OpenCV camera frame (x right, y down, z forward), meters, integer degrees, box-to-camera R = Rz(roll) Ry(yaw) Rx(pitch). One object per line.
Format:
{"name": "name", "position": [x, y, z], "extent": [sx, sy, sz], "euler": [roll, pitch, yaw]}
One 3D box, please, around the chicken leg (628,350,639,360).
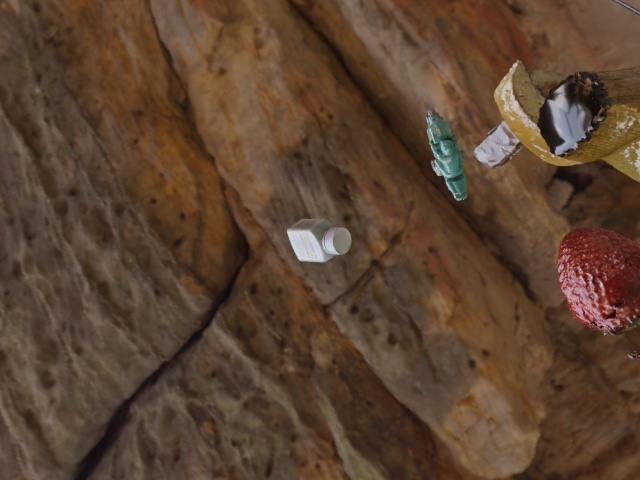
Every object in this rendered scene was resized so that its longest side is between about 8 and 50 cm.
{"name": "chicken leg", "position": [0.695, 0.243, 1.349], "extent": [0.036, 0.083, 0.021], "euler": [51, -141, -63]}

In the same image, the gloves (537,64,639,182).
{"name": "gloves", "position": [0.515, -0.193, 1.005], "extent": [0.357, 0.203, 0.155], "euler": [7, -132, -17]}

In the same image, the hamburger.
{"name": "hamburger", "position": [0.391, -0.219, 1.150], "extent": [0.208, 0.135, 0.155], "euler": [19, 167, -21]}

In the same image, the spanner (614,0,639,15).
{"name": "spanner", "position": [0.783, -0.643, 1.706], "extent": [0.208, 0.012, 0.046], "euler": [45, -156, 29]}

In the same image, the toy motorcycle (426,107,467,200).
{"name": "toy motorcycle", "position": [0.403, -0.272, 2.009], "extent": [0.198, 0.109, 0.296], "euler": [-83, -27, -74]}

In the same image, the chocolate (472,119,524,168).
{"name": "chocolate", "position": [0.531, -0.286, 1.773], "extent": [0.093, 0.148, 0.214], "euler": [53, 149, 10]}

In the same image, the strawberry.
{"name": "strawberry", "position": [0.709, 0.092, 1.602], "extent": [0.288, 0.239, 0.250], "euler": [61, 160, 25]}

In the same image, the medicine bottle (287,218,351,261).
{"name": "medicine bottle", "position": [0.000, 0.000, 1.222], "extent": [0.118, 0.055, 0.074], "euler": [2, 120, 45]}
